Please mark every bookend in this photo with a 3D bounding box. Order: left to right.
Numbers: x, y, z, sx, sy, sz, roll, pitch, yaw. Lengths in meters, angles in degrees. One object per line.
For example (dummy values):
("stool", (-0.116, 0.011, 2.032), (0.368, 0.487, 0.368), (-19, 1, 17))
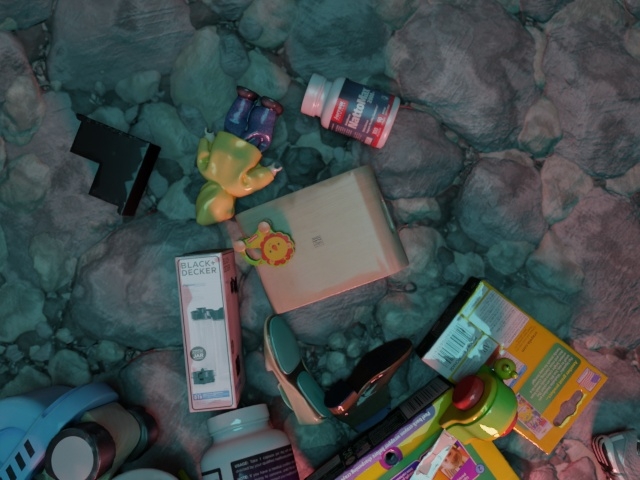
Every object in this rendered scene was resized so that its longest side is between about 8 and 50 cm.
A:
("bookend", (-0.432, -0.150, 1.071), (0.156, 0.072, 0.157), (21, 92, 0))

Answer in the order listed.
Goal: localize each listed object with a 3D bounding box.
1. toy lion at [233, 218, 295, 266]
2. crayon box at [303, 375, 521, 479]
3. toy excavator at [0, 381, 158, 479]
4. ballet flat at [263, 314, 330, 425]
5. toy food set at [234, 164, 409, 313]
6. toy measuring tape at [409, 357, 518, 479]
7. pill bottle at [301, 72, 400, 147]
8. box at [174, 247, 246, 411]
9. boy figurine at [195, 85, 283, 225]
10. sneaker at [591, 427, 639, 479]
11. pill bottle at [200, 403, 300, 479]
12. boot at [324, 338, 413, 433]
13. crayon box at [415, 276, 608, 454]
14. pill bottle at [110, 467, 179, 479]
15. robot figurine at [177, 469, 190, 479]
("toy lion", (-0.104, 0.014, 1.037), (0.100, 0.034, 0.096), (-36, 97, 10))
("crayon box", (0.203, 0.516, 1.072), (0.363, 0.106, 0.313), (-36, 93, -4))
("toy excavator", (-0.621, 0.402, 1.038), (0.445, 0.222, 0.433), (37, 91, 12))
("ballet flat", (-0.068, 0.272, 1.087), (0.086, 0.086, 0.248), (-28, 93, 0))
("toy food set", (0.000, 0.000, 1.083), (0.306, 0.092, 0.220), (-21, 92, 8))
("toy measuring tape", (0.267, 0.356, 0.969), (0.121, 0.121, 0.330), (38, 81, -2))
("pill bottle", (0.058, -0.264, 1.059), (0.180, 0.108, 0.108), (20, 91, -1))
("box", (-0.209, 0.163, 1.035), (0.087, 0.169, 0.290), (-6, 91, -1))
("boy figurine", (-0.166, -0.156, 1.064), (0.177, 0.092, 0.285), (22, 92, 5))
("sneaker", (0.671, 0.501, 1.099), (0.132, 0.086, 0.229), (-20, 91, -3))
("pill bottle", (-0.124, 0.491, 1.013), (0.181, 0.181, 0.323), (-16, 71, 0))
("boot", (0.119, 0.302, 1.104), (0.219, 0.082, 0.106), (-36, 115, -6))
("crayon box", (0.386, 0.252, 1.088), (0.323, 0.083, 0.203), (37, 91, -1))
("pill bottle", (-0.344, 0.597, 0.994), (0.176, 0.176, 0.319), (14, 120, -1))
("robot figurine", (-0.293, 0.530, 1.092), (0.115, 0.067, 0.101), (11, 97, -1))
